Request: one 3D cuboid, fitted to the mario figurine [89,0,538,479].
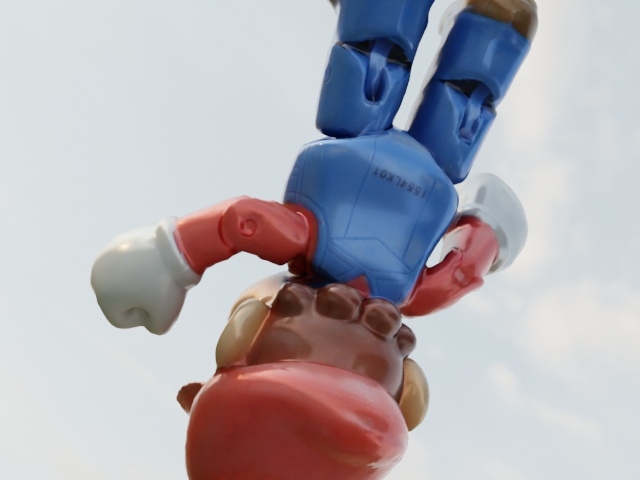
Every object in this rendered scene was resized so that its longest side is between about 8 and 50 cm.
[{"bbox_3d":[0.000,0.000,0.967,0.198,0.321,0.170,19,-9,15],"label":"mario figurine"}]
